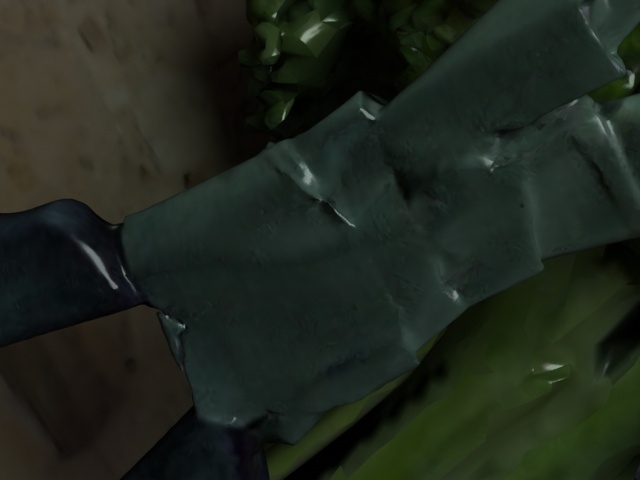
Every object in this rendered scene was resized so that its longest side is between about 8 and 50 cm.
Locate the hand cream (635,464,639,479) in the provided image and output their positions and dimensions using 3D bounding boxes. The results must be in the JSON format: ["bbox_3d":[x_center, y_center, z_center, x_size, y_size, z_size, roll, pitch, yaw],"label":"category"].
[{"bbox_3d":[0.153,0.053,0.690,0.083,0.048,0.224,16,73,-30],"label":"hand cream"}]

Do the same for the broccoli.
[{"bbox_3d":[0.113,0.031,0.546,0.375,0.302,0.249,53,29,4],"label":"broccoli"}]

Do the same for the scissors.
[{"bbox_3d":[0.000,0.000,0.417,0.256,0.383,0.029,55,20,-6],"label":"scissors"}]
